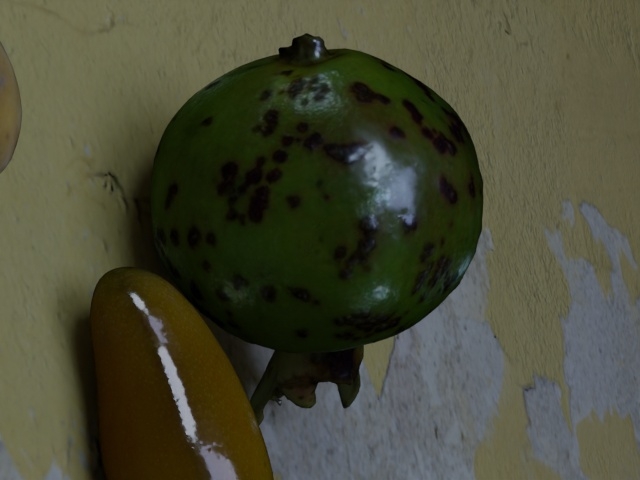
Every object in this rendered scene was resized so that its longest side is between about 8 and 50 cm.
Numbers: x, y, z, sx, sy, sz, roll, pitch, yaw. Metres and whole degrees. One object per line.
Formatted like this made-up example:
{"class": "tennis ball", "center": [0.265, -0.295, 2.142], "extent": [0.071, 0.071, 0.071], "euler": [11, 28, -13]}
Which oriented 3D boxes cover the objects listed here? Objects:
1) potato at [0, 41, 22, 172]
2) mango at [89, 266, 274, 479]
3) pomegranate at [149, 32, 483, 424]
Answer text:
{"class": "potato", "center": [-0.214, -0.084, 0.861], "extent": [0.178, 0.109, 0.118], "euler": [46, 60, -36]}
{"class": "mango", "center": [-0.084, 0.104, 1.049], "extent": [0.102, 0.085, 0.184], "euler": [-6, 71, -61]}
{"class": "pomegranate", "center": [0.000, 0.000, 1.149], "extent": [0.211, 0.211, 0.263], "euler": [-48, 139, -60]}
